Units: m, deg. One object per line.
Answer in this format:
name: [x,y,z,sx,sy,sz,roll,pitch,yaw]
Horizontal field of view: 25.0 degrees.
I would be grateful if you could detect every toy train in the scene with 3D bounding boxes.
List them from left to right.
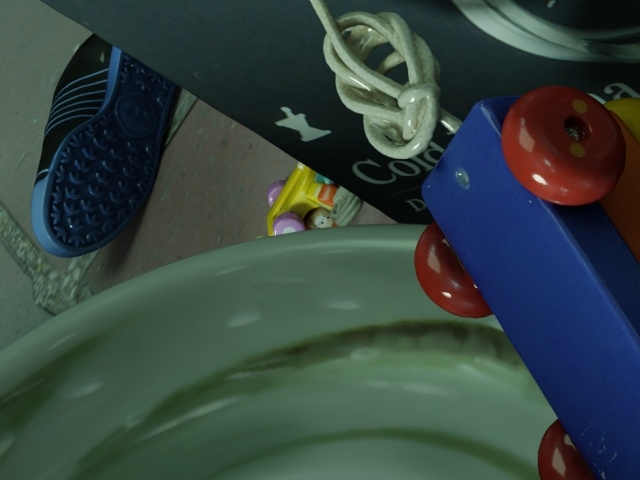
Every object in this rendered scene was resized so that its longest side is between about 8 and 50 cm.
toy train: [0.000,0.000,0.817,0.166,0.046,0.125,-46,26,44]
toy train: [0.107,-0.030,0.526,0.248,0.143,0.105,60,151,18]

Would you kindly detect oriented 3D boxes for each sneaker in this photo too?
sneaker: [-0.173,-0.079,1.107,0.090,0.081,0.232,-22,40,47]

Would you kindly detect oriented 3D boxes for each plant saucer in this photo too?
plant saucer: [-0.014,0.148,0.576,0.400,0.100,0.400,-11,34,7]

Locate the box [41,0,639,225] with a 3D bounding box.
box: [0.082,-0.259,0.532,0.480,0.472,0.297,-19,49,46]
